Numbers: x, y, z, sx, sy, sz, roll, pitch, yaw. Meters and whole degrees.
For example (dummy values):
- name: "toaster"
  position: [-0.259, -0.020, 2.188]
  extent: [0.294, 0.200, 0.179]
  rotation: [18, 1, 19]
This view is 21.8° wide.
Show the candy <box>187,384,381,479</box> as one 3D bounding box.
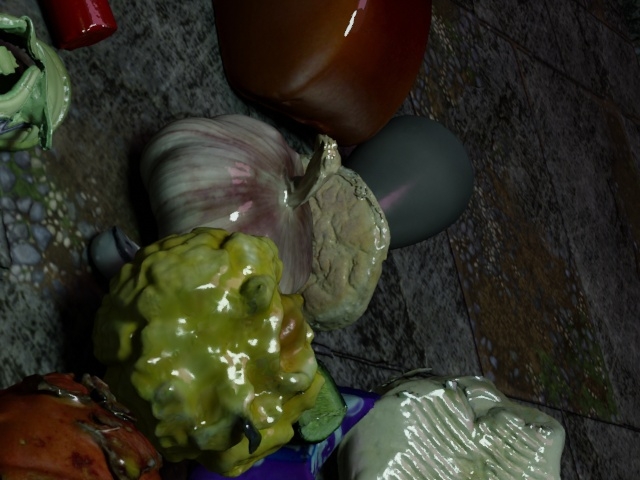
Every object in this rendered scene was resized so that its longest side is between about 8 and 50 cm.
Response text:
- name: "candy"
  position: [-0.037, 0.218, 1.815]
  extent: [0.275, 0.145, 0.070]
  rotation: [-51, 146, -59]

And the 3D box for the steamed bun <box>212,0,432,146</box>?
- name: "steamed bun"
  position: [0.011, -0.332, 2.207]
  extent: [0.235, 0.248, 0.379]
  rotation: [28, 44, -51]

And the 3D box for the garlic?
- name: "garlic"
  position: [-0.066, -0.051, 1.852]
  extent: [0.245, 0.253, 0.245]
  rotation: [32, 43, -36]

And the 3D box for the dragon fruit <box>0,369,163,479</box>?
- name: "dragon fruit"
  position: [-0.231, 0.255, 1.346]
  extent: [0.250, 0.250, 0.315]
  rotation: [33, 27, -46]

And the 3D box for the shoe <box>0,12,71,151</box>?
- name: "shoe"
  position: [-0.322, -0.150, 1.633]
  extent: [0.262, 0.128, 0.140]
  rotation: [-8, 90, -59]

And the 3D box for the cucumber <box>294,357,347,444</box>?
- name: "cucumber"
  position: [-0.022, 0.159, 1.808]
  extent: [0.220, 0.070, 0.046]
  rotation: [-125, -146, -60]

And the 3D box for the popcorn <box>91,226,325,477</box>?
- name: "popcorn"
  position: [-0.109, 0.111, 1.643]
  extent: [0.249, 0.249, 0.225]
  rotation: [54, -4, -22]

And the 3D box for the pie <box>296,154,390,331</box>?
- name: "pie"
  position: [-0.002, 0.000, 1.997]
  extent: [0.052, 0.185, 0.218]
  rotation: [-3, 77, -56]

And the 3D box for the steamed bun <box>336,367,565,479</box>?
- name: "steamed bun"
  position: [0.139, 0.300, 1.988]
  extent: [0.268, 0.207, 0.280]
  rotation: [7, 79, -11]

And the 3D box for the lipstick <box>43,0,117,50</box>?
- name: "lipstick"
  position: [-0.306, -0.353, 1.858]
  extent: [0.073, 0.073, 0.280]
  rotation: [-11, 78, -62]

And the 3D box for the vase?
- name: "vase"
  position: [0.068, -0.046, 2.184]
  extent: [0.173, 0.173, 0.321]
  rotation: [63, 32, -5]

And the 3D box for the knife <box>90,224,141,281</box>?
- name: "knife"
  position: [-0.154, 0.076, 1.815]
  extent: [0.265, 0.040, 0.073]
  rotation: [47, 16, -32]
